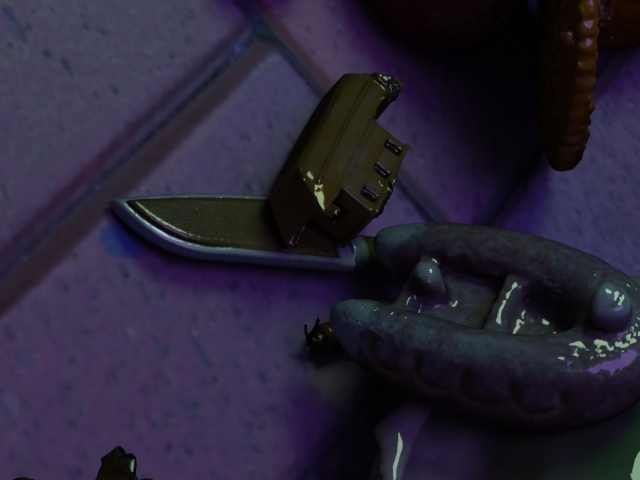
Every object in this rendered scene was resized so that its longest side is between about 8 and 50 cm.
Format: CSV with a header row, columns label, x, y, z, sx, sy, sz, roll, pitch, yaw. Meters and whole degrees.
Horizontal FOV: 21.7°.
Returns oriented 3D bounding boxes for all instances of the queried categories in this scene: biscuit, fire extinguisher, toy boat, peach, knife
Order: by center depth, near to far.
label,x,y,z,sx,sy,sz,roll,pitch,yaw
toy boat,0.126,0.047,1.147,0.227,0.085,0.155,17,45,18
fire extinguisher,0.019,0.063,1.213,0.083,0.022,0.028,-13,115,-41
knife,0.000,-0.001,1.228,0.343,0.027,0.061,5,50,-35
toy boat,0.022,-0.061,1.239,0.077,0.057,0.200,36,39,-9
biscuit,0.196,-0.179,1.347,0.035,0.254,0.254,0,64,2
peach,0.106,-0.223,1.358,0.152,0.152,0.152,17,60,-32

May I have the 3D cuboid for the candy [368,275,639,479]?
label,x,y,z,sx,sy,sz,roll,pitch,yaw
candy,0.208,0.219,1.148,0.386,0.186,0.427,32,49,24

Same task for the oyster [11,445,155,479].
label,x,y,z,sx,sy,sz,roll,pitch,yaw
oyster,-0.134,0.266,0.859,0.221,0.096,0.361,-31,64,-6

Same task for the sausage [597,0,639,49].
label,x,y,z,sx,sy,sz,roll,pitch,yaw
sausage,0.344,-0.246,1.568,0.348,0.097,0.094,-21,100,-45
